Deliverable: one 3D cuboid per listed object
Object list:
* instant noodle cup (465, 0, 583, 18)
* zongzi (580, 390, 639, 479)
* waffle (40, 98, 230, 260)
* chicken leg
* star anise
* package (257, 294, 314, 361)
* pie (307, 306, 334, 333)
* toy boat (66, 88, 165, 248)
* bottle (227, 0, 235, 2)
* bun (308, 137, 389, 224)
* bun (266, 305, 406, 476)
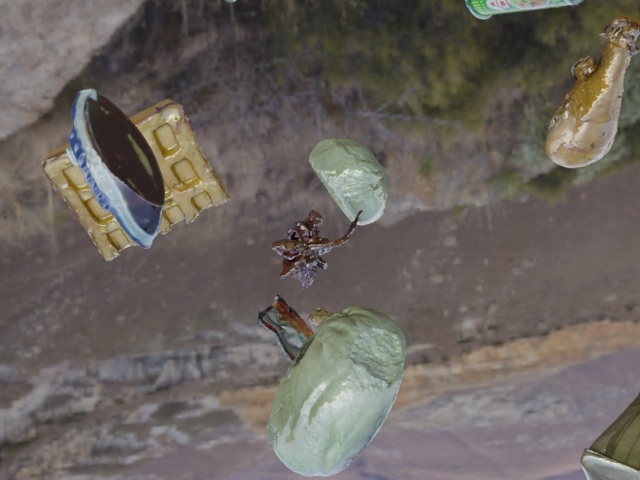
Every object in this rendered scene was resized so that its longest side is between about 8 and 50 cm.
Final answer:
[{"bbox_3d":[0.455,-0.582,2.234,0.232,0.207,0.207,11,-179,37],"label":"instant noodle cup"},{"bbox_3d":[0.668,0.323,1.534,0.447,0.418,0.181,26,155,29],"label":"zongzi"},{"bbox_3d":[-0.410,-0.140,2.314,0.348,0.077,0.304,-23,123,5],"label":"waffle"},{"bbox_3d":[0.348,-0.185,1.281,0.085,0.208,0.101,29,-147,18],"label":"chicken leg"},{"bbox_3d":[0.000,0.000,1.647,0.190,0.097,0.070,-43,-166,-36],"label":"star anise"},{"bbox_3d":[-0.040,0.174,1.845,0.040,0.166,0.232,-40,180,8],"label":"package"},{"bbox_3d":[0.035,0.225,2.229,0.046,0.195,0.195,-36,177,-18],"label":"pie"},{"bbox_3d":[-0.323,-0.108,1.593,0.114,0.262,0.115,-24,169,-45],"label":"toy boat"},{"bbox_3d":[-0.184,-0.479,1.978,0.030,0.030,0.083,-9,-176,13],"label":"bottle"},{"bbox_3d":[0.066,-0.128,2.049,0.118,0.195,0.195,-39,168,-3],"label":"bun"},{"bbox_3d":[0.008,0.177,1.222,0.108,0.221,0.221,25,160,-12],"label":"bun"}]
